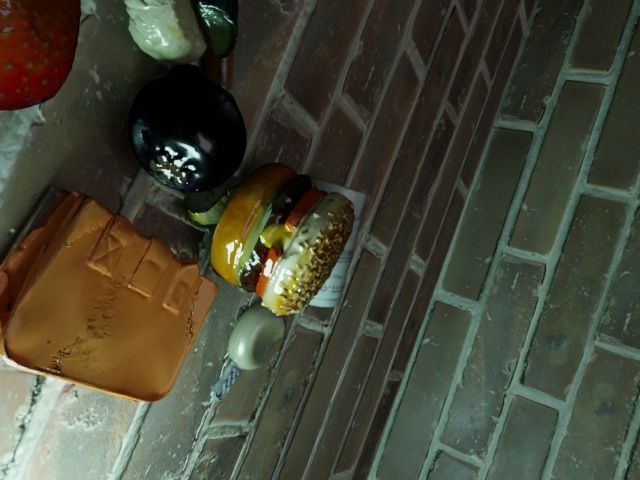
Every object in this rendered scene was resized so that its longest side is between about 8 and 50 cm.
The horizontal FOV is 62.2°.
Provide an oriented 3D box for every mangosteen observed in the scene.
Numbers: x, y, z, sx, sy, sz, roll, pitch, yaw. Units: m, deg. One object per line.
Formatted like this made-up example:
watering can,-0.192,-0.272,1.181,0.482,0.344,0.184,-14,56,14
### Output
mangosteen,-0.235,-0.203,0.967,0.243,0.243,0.242,-34,132,-48

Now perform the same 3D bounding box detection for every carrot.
carrot,-0.203,-0.412,1.043,0.067,0.067,0.225,-34,134,-47

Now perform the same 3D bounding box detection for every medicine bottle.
medicine bottle,0.000,0.000,1.463,0.190,0.190,0.332,1,104,-59

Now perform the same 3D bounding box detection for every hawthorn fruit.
hawthorn fruit,-0.419,-0.245,0.614,0.254,0.254,0.300,-15,129,-56

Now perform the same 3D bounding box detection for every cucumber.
cucumber,-0.177,-0.405,0.943,0.116,0.062,0.115,71,13,-53

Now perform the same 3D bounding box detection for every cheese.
cheese,-0.197,0.293,1.402,0.286,0.082,0.163,-57,146,-21

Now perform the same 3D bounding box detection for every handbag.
handbag,-0.384,0.118,0.974,0.303,0.116,0.410,-66,150,-17

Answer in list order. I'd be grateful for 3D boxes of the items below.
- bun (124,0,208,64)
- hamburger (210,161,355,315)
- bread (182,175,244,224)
bun,-0.266,-0.382,0.896,0.188,0.111,0.163,-33,119,-79
hamburger,-0.075,-0.001,1.218,0.330,0.250,0.330,-57,166,-22
bread,-0.229,-0.086,1.150,0.157,0.083,0.094,-55,153,-32
